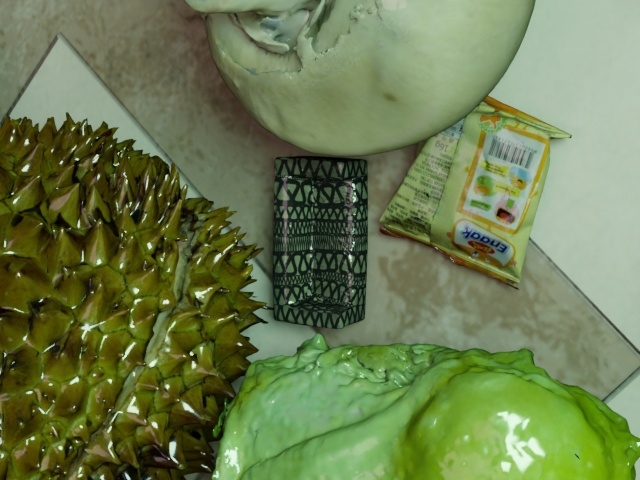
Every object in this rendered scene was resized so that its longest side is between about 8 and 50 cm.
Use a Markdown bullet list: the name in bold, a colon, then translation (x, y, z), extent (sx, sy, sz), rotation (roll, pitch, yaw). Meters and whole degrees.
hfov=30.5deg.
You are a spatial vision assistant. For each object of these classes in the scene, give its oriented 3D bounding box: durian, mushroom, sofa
- **durian**: translation (0.043, 0.191, 0.725), extent (0.340, 0.204, 0.255), rotation (-8, 106, 35)
- **durian**: translation (-0.229, 0.090, 0.813), extent (0.348, 0.347, 0.384), rotation (31, 76, 23)
- **mushroom**: translation (0.007, -0.169, 0.697), extent (0.246, 0.202, 0.246), rotation (18, 113, 49)
- **sofa**: translation (0.000, 0.000, 0.827), extent (0.060, 0.039, 0.118), rotation (6, 100, 29)

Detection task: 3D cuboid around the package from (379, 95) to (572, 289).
- **package**: translation (0.099, -0.040, 0.770), extent (0.108, 0.031, 0.120), rotation (25, 110, 25)
